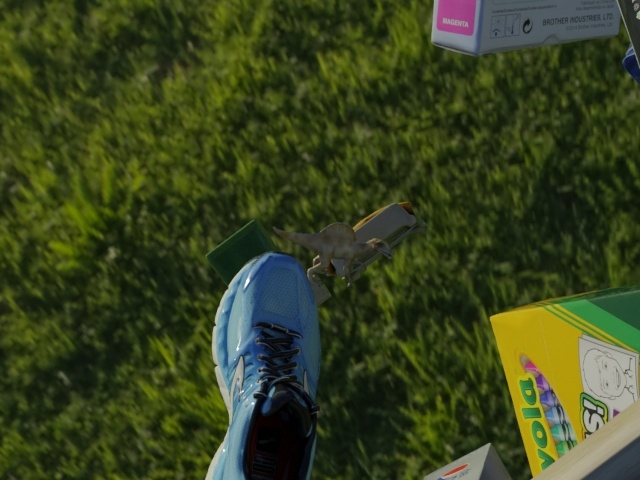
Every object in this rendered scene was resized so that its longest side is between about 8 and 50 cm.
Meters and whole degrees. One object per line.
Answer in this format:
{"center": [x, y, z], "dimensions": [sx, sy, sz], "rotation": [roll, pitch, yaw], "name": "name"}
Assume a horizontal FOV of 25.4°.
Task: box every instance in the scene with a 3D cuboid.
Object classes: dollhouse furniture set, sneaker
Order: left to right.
{"center": [-0.020, 0.081, 0.748], "dimensions": [0.063, 0.073, 0.162], "rotation": [9, 69, -20], "name": "sneaker"}
{"center": [0.000, 0.000, 2.219], "dimensions": [0.301, 0.197, 0.151], "rotation": [-36, 83, 4], "name": "dollhouse furniture set"}

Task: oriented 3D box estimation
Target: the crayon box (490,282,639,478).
{"center": [0.357, 0.233, 1.585], "dimensions": [0.106, 0.313, 0.363], "rotation": [-14, 88, -29], "name": "crayon box"}

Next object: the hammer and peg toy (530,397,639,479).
{"center": [0.220, 0.129, 0.588], "dimensions": [0.361, 0.266, 0.127], "rotation": [-40, 22, 9], "name": "hammer and peg toy"}

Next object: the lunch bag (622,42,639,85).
{"center": [0.333, -0.174, 1.307], "dimensions": [0.098, 0.067, 0.065], "rotation": [-19, 40, 50], "name": "lunch bag"}

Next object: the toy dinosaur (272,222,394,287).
{"center": [0.009, 0.014, 2.017], "dimensions": [0.183, 0.093, 0.053], "rotation": [8, 27, -15], "name": "toy dinosaur"}

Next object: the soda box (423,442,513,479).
{"center": [0.156, 0.295, 1.484], "dimensions": [0.091, 0.286, 0.098], "rotation": [-30, 86, 9], "name": "soda box"}

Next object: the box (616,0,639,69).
{"center": [0.218, -0.195, 0.742], "dimensions": [0.051, 0.175, 0.220], "rotation": [4, 60, -31], "name": "box"}

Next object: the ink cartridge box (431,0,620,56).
{"center": [0.176, -0.309, 1.113], "dimensions": [0.185, 0.311, 0.065], "rotation": [-13, 25, -42], "name": "ink cartridge box"}
